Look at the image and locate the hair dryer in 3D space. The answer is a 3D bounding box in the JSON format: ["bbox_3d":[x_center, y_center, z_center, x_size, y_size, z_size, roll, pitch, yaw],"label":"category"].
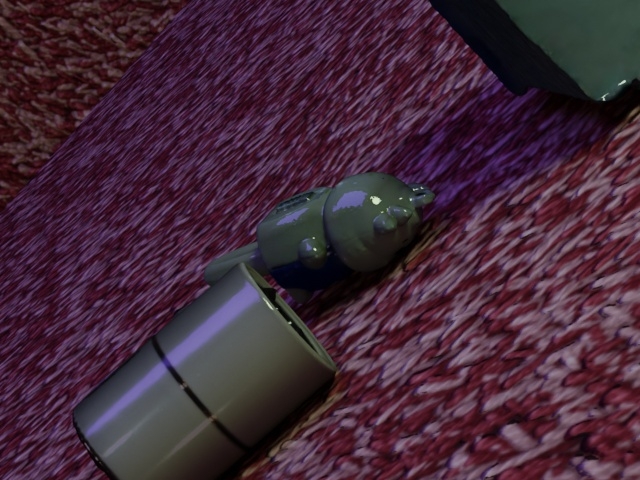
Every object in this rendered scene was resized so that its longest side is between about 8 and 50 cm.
[{"bbox_3d":[-0.107,0.108,1.696,0.203,0.128,0.362,-42,10,3],"label":"hair dryer"}]

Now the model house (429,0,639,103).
[{"bbox_3d":[0.224,-0.282,1.685,0.295,0.251,0.329,-49,12,-4],"label":"model house"}]

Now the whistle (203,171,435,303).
[{"bbox_3d":[0.000,0.000,1.713,0.244,0.092,0.110,-21,16,27],"label":"whistle"}]
